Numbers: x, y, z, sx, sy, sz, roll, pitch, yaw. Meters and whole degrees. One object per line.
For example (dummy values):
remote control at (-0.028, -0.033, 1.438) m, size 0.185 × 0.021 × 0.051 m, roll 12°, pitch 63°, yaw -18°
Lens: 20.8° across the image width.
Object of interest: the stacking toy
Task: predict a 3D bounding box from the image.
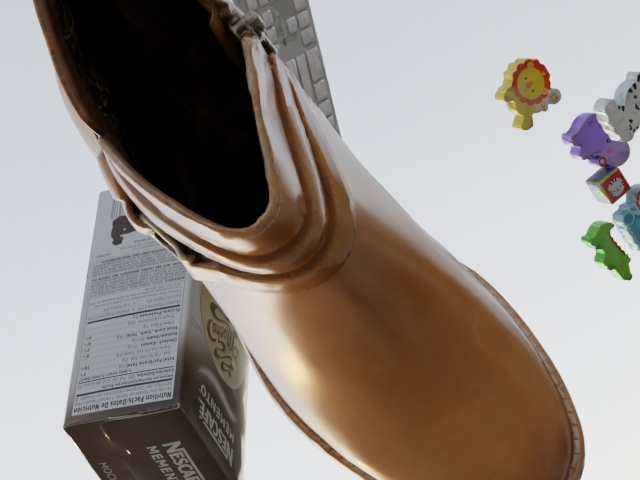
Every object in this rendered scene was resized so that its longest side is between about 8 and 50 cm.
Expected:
stacking toy at (0.245, -0.049, 1.410) m, size 0.052 × 0.167 × 0.221 m, roll -39°, pitch -68°, yaw -14°

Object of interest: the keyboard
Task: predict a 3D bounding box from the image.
keyboard at (-0.013, -0.073, 1.109) m, size 0.072 × 0.014 × 0.256 m, roll -32°, pitch -64°, yaw -42°

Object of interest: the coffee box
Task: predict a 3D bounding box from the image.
coffee box at (-0.148, 0.102, 1.697) m, size 0.119 × 0.297 × 0.168 m, roll -11°, pitch -44°, yaw 14°

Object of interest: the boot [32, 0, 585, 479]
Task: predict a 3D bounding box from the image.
boot at (0.000, 0.000, 0.672) m, size 0.109 × 0.283 × 0.220 m, roll -37°, pitch -8°, yaw -3°
